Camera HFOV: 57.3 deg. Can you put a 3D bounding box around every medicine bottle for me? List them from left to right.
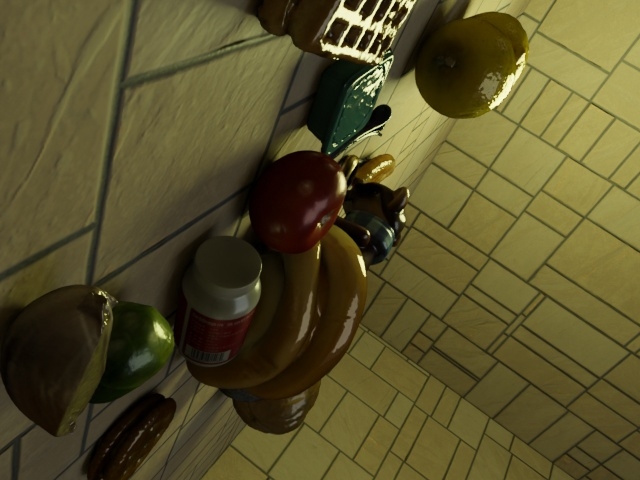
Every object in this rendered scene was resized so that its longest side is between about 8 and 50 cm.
[{"bbox_3d":[-0.177,0.109,1.003,0.131,0.131,0.250,-46,167,-42],"label":"medicine bottle"}]

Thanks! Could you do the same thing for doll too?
[{"bbox_3d":[0.072,-0.015,1.483,0.339,0.209,0.318,-48,147,-24],"label":"doll"}]

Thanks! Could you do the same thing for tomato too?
[{"bbox_3d":[-0.041,-0.070,1.019,0.195,0.136,0.195,-49,167,-15],"label":"tomato"}]

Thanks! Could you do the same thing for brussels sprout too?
[{"bbox_3d":[-0.262,0.138,0.758,0.155,0.117,0.155,-42,-172,8],"label":"brussels sprout"}]

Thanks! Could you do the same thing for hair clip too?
[{"bbox_3d":[0.073,-0.234,1.322,0.275,0.048,0.083,-38,162,-44],"label":"hair clip"}]

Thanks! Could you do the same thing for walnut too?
[{"bbox_3d":[-0.144,0.487,1.979,0.333,0.333,0.333,-52,170,-14],"label":"walnut"}]

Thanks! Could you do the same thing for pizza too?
[{"bbox_3d":[0.149,-0.194,1.680,0.134,0.056,0.271,-43,174,40],"label":"pizza"}]

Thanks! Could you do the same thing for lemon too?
[{"bbox_3d":[0.339,-0.414,1.412,0.219,0.240,0.240,-11,138,-54],"label":"lemon"},{"bbox_3d":[0.444,-0.499,1.616,0.288,0.233,0.233,-47,169,-5],"label":"lemon"}]

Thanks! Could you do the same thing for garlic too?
[{"bbox_3d":[-0.280,0.113,0.624,0.195,0.101,0.087,-62,173,22],"label":"garlic"}]

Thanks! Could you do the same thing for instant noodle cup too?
[{"bbox_3d":[0.043,-0.250,1.023,0.157,0.070,0.179,-45,167,-37],"label":"instant noodle cup"}]

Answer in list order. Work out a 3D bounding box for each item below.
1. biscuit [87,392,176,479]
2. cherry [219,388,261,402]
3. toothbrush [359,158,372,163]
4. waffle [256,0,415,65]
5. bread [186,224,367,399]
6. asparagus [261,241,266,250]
[{"bbox_3d":[-0.388,0.414,1.219,0.220,0.066,0.220,-56,172,-11],"label":"biscuit"},{"bbox_3d":[-0.191,0.342,1.553,0.195,0.195,0.195,-52,170,-14],"label":"cherry"},{"bbox_3d":[0.128,-0.224,1.661,0.019,0.013,0.193,-51,171,20],"label":"toothbrush"},{"bbox_3d":[0.057,-0.336,0.740,0.224,0.098,0.328,-57,169,21],"label":"waffle"},{"bbox_3d":[-0.098,0.136,1.244,0.424,0.245,0.329,-50,-145,24],"label":"bread"},{"bbox_3d":[-0.112,-0.002,1.235,0.034,0.027,0.236,-52,170,-18],"label":"asparagus"}]
